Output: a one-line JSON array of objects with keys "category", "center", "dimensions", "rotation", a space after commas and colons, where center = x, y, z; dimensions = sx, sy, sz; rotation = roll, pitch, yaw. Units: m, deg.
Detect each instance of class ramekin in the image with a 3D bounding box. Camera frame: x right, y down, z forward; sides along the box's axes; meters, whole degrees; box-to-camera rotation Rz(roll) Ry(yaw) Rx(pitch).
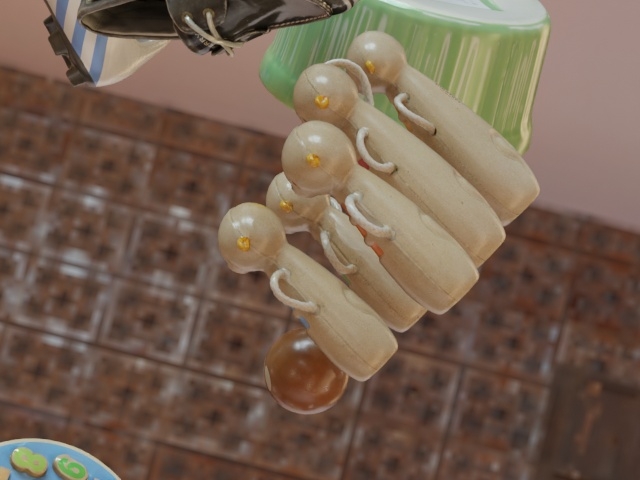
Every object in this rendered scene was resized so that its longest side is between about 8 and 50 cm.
[{"category": "ramekin", "center": [0.098, -0.209, 2.082], "dimensions": [0.303, 0.303, 0.148], "rotation": [-73, -1, -69]}]

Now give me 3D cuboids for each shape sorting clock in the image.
[{"category": "shape sorting clock", "center": [-0.252, 0.273, 1.779], "dimensions": [0.040, 0.206, 0.206], "rotation": [-47, 22, 49]}]

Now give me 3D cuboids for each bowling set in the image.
[{"category": "bowling set", "center": [0.000, 0.000, 1.162], "dimensions": [0.200, 0.154, 0.287], "rotation": [-45, -1, 17]}]

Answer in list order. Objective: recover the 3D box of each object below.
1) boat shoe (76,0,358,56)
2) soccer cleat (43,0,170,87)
[{"category": "boat shoe", "center": [-0.102, -0.235, 1.943], "dimensions": [0.121, 0.335, 0.119], "rotation": [38, -114, -45]}, {"category": "soccer cleat", "center": [-0.279, -0.326, 2.211], "dimensions": [0.331, 0.143, 0.116], "rotation": [64, 179, -36]}]
